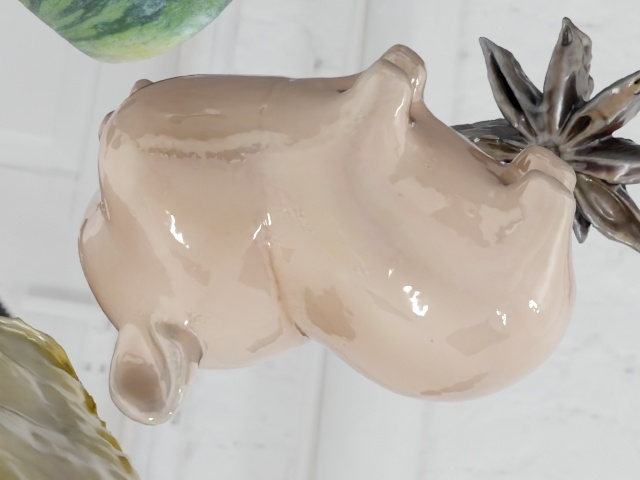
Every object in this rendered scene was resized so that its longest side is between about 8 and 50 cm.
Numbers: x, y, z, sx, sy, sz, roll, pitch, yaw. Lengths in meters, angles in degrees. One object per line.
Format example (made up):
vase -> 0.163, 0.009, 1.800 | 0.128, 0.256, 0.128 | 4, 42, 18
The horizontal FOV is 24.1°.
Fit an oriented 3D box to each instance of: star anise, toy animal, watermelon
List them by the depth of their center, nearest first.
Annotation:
toy animal -> 0.000, 0.000, 0.971 | 0.326, 0.269, 0.237 | 35, -165, 6
star anise -> 0.176, -0.073, 1.195 | 0.231, 0.209, 0.089 | 29, -161, 23
watermelon -> -0.252, -0.350, 1.751 | 0.213, 0.201, 0.261 | -35, 131, 22

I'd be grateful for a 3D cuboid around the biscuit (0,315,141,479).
biscuit -> -0.307, 0.141, 1.074 | 0.429, 0.104, 0.446 | 25, -167, -40
